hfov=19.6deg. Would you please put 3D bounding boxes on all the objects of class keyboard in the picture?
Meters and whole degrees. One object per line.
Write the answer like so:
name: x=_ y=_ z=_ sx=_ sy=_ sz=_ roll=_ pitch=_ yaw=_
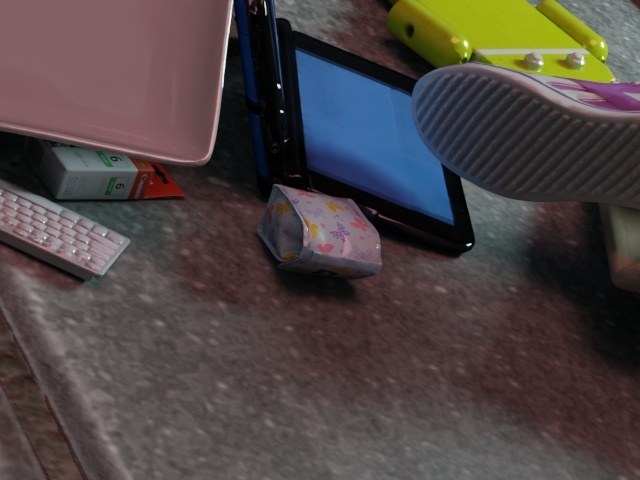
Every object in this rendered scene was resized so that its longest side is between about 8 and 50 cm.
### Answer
keyboard: x=-0.257 y=-0.041 z=1.290 sx=0.256 sy=0.014 sz=0.072 roll=25 pitch=29 yaw=2

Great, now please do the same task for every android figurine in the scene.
android figurine: x=0.183 y=-0.192 z=1.835 sx=0.248 sy=0.056 sz=0.273 roll=-4 pitch=37 yaw=-41

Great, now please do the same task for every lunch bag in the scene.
lunch bag: x=0.000 y=0.000 z=1.375 sx=0.071 sy=0.053 sz=0.083 roll=10 pitch=22 yaw=-29

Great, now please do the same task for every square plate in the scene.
square plate: x=-0.230 y=-0.215 z=1.380 sx=0.344 sy=0.049 sz=0.347 roll=9 pitch=59 yaw=-4

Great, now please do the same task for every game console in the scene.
game console: x=0.023 y=-0.156 z=1.542 sx=0.173 sy=0.250 sz=0.293 roll=-7 pitch=32 yaw=-1

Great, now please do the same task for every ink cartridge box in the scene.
ink cartridge box: x=-0.157 y=-0.059 z=1.379 sx=0.115 sy=0.029 sz=0.063 roll=-2 pitch=37 yaw=-38

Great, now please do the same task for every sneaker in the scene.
sneaker: x=0.224 y=-0.093 z=1.509 sx=0.282 sy=0.102 sz=0.161 roll=17 pitch=28 yaw=26

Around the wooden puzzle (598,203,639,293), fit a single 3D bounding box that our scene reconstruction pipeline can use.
wooden puzzle: x=0.395 y=-0.004 z=1.546 sx=0.322 sy=0.080 sz=0.348 roll=14 pitch=18 yaw=-1
